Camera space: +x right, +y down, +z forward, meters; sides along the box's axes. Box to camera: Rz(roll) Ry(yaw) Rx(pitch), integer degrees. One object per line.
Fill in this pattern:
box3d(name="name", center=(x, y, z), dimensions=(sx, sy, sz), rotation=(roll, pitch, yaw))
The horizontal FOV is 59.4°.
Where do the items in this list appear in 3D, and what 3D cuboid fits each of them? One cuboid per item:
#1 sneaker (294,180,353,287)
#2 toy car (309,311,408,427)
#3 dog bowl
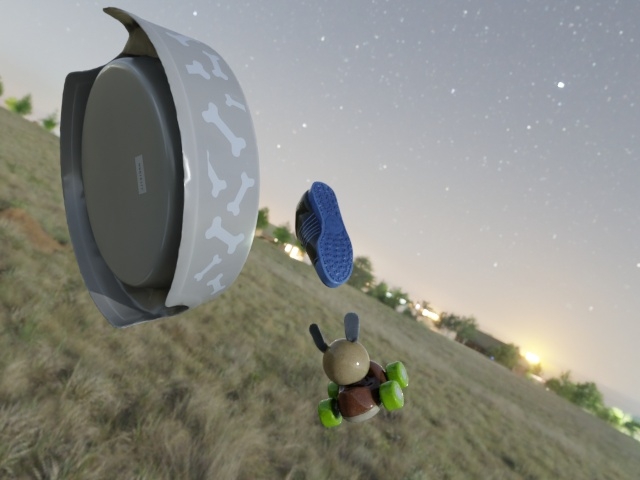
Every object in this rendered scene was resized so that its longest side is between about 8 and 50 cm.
box3d(name="sneaker", center=(0.000, 0.000, 1.076), dimensions=(0.081, 0.233, 0.090), rotation=(13, -40, -28))
box3d(name="toy car", center=(0.054, 0.228, 1.052), dimensions=(0.189, 0.154, 0.149), rotation=(66, 19, -7))
box3d(name="dog bowl", center=(-0.194, -0.075, 0.643), dimensions=(0.102, 0.349, 0.348), rotation=(-8, 22, -40))
